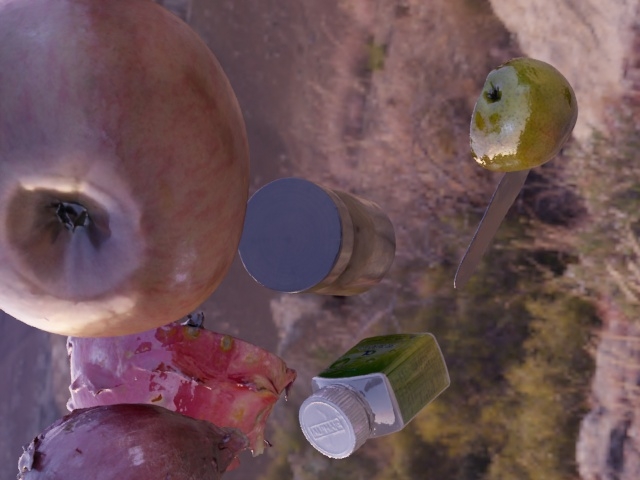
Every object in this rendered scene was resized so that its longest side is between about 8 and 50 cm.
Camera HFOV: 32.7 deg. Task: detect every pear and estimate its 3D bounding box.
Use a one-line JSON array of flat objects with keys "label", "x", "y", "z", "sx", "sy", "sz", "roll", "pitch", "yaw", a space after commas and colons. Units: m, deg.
[{"label": "pear", "x": 0.245, "y": -0.142, "z": 1.279, "sx": 0.104, "sy": 0.141, "sz": 0.141, "roll": 17, "pitch": 106, "yaw": 32}]

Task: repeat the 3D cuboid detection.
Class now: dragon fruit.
[{"label": "dragon fruit", "x": -0.242, "y": 0.269, "z": 1.793, "sx": 0.371, "sy": 0.387, "sz": 0.248, "roll": 120, "pitch": 161, "yaw": -72}]

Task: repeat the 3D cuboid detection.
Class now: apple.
[{"label": "apple", "x": -0.218, "y": -0.066, "z": 1.043, "sx": 0.269, "sy": 0.345, "sz": 0.344, "roll": -126, "pitch": 42, "yaw": -58}]

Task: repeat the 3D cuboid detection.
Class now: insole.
[{"label": "insole", "x": 0.332, "y": -0.053, "z": 2.059, "sx": 0.327, "sy": 0.007, "sz": 0.111, "roll": -62, "pitch": -29, "yaw": 0}]

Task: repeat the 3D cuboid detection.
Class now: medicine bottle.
[{"label": "medicine bottle", "x": 0.063, "y": 0.196, "z": 1.408, "sx": 0.132, "sy": 0.188, "sz": 0.088, "roll": -8, "pitch": 106, "yaw": 41}]

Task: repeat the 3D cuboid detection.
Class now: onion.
[{"label": "onion", "x": -0.146, "y": 0.201, "z": 0.899, "sx": 0.159, "sy": 0.195, "sz": 0.159, "roll": 39, "pitch": 142, "yaw": 40}]

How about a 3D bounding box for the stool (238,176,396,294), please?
[{"label": "stool", "x": 0.000, "y": 0.000, "z": 1.774, "sx": 0.264, "sy": 0.179, "sz": 0.179, "roll": 10, "pitch": -96, "yaw": -68}]
